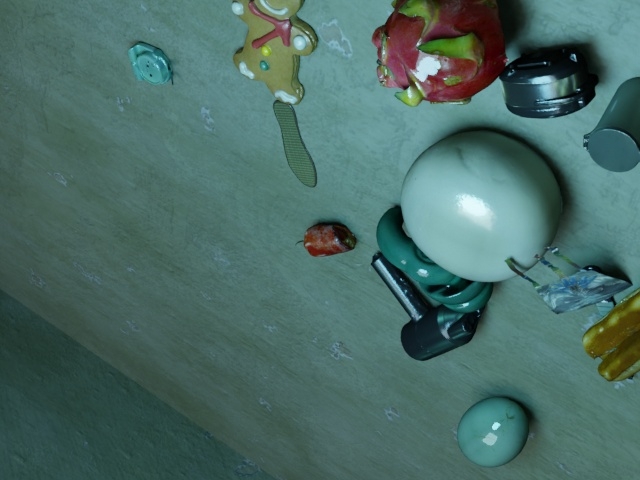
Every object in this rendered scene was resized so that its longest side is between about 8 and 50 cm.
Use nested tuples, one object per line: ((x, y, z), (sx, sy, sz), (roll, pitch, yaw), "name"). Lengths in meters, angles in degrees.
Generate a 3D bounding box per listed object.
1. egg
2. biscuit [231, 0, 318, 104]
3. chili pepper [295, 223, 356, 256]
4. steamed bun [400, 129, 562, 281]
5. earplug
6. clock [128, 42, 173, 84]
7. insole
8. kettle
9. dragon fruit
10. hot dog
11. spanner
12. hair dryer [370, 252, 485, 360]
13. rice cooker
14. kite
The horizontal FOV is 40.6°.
((0.445, 0.493, 2.232), (0.168, 0.168, 0.231), (37, 142, 6), "egg")
((-0.107, -0.443, 1.841), (0.216, 0.047, 0.339), (34, 146, 10), "biscuit")
((0.000, 0.000, 2.199), (0.192, 0.084, 0.086), (-9, 105, 44), "chili pepper")
((0.308, -0.056, 1.720), (0.324, 0.206, 0.324), (25, 142, 21), "steamed bun")
((0.260, 0.056, 1.937), (0.257, 0.164, 0.280), (6, 146, 53), "earplug")
((-0.414, -0.433, 2.158), (0.135, 0.041, 0.101), (21, 141, 27), "clock")
((-0.063, -0.228, 2.073), (0.086, 0.005, 0.253), (13, 137, 35), "insole")
((0.517, -0.181, 1.422), (0.127, 0.148, 0.098), (37, 145, 5), "kettle")
((0.206, -0.339, 1.489), (0.227, 0.224, 0.224), (-6, 136, -1), "dragon fruit")
((0.641, 0.170, 1.709), (0.135, 0.100, 0.337), (65, 155, 24), "hot dog")
((0.626, 0.177, 1.833), (0.087, 0.024, 0.315), (-3, 125, 44), "spanner")
((0.246, 0.137, 2.104), (0.302, 0.116, 0.244), (50, 143, 0), "hair dryer")
((0.388, -0.270, 1.484), (0.165, 0.112, 0.106), (-2, 121, 46), "rice cooker")
((0.470, 0.083, 1.704), (0.310, 0.015, 0.169), (24, 139, -39), "kite")
